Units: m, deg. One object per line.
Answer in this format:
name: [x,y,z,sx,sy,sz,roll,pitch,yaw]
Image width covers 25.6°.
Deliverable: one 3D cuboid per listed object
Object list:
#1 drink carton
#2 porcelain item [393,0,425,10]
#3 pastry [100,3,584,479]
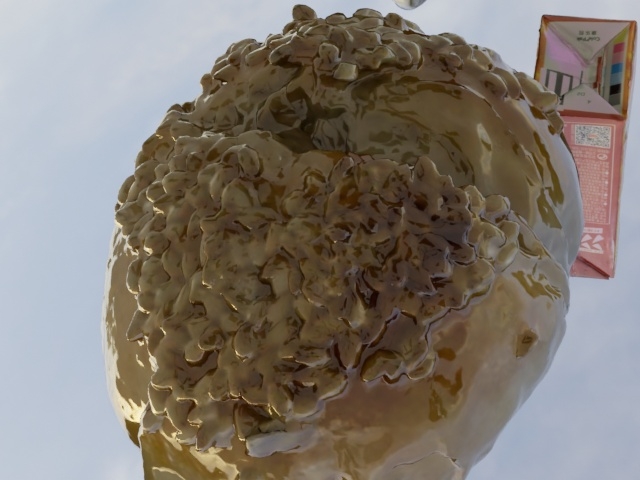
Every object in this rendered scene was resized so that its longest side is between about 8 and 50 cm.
drink carton: [0.200,-0.066,1.080,0.071,0.223,0.096,5,-120,12]
porcelain item: [0.043,-0.282,1.020,0.186,0.138,0.288,27,-138,18]
pastry: [0.000,0.000,0.786,0.285,0.184,0.315,9,-120,31]
